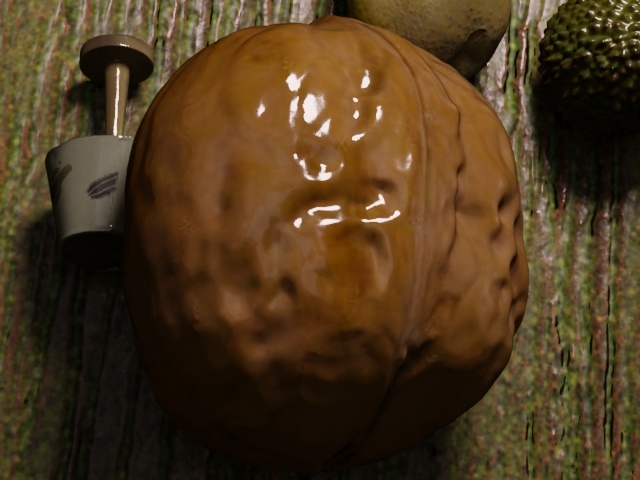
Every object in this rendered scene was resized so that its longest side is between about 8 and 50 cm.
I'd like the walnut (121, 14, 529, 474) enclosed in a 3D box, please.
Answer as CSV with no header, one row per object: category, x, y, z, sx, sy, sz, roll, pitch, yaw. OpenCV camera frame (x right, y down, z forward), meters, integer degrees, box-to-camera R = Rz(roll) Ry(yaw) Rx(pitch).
walnut,0.000,0.000,1.223,0.354,0.308,0.398,16,73,-40

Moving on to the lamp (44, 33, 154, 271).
lamp,-0.195,-0.083,1.325,0.121,0.121,0.215,1,62,-5

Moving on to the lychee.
lychee,0.288,-0.176,1.368,0.171,0.171,0.171,1,76,-5

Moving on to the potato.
potato,0.094,-0.250,1.388,0.157,0.157,0.194,-26,67,-11
